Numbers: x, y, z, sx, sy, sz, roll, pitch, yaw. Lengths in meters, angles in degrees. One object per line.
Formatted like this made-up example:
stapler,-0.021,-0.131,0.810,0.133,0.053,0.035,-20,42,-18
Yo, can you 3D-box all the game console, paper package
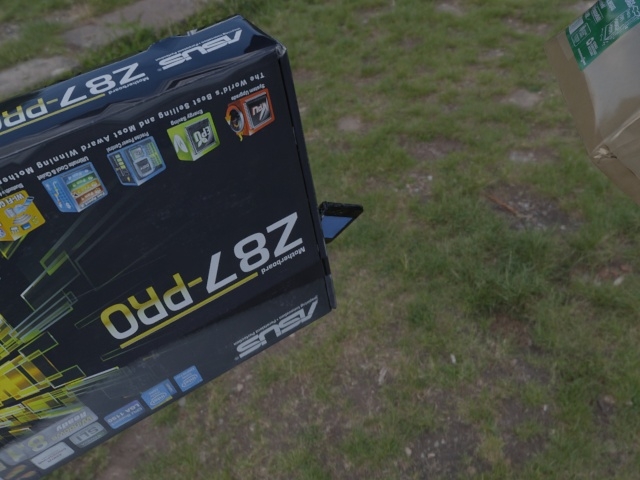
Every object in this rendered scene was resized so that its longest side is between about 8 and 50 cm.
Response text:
game console,0.000,0.000,0.817,0.107,0.122,0.071,3,63,-29
paper package,0.469,-0.160,0.693,0.168,0.310,0.324,-41,24,38

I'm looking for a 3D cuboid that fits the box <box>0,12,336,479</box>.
box,-0.190,0.030,0.468,0.395,0.318,0.097,-27,48,-16
